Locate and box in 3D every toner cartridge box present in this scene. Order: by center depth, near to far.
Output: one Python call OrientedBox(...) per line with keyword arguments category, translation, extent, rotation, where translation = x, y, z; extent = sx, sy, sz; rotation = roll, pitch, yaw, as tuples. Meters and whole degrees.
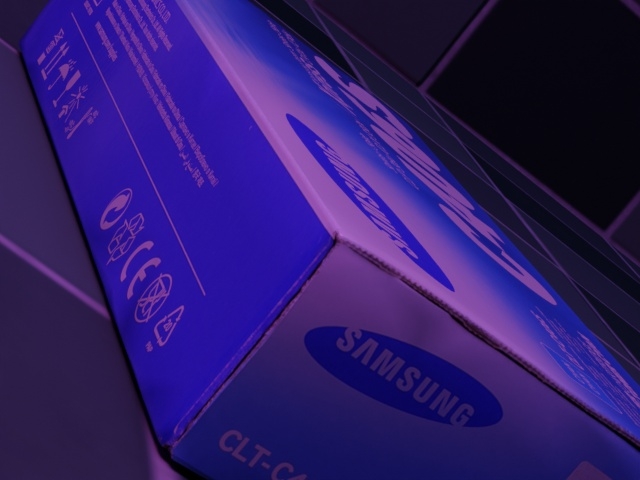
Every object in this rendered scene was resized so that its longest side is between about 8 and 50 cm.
OrientedBox(category="toner cartridge box", translation=(0.000, 0.000, 0.630), extent=(0.165, 0.075, 0.348), rotation=(34, 11, -26))
